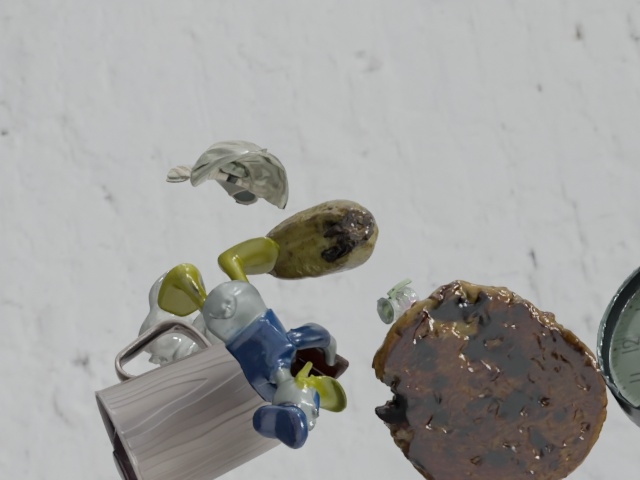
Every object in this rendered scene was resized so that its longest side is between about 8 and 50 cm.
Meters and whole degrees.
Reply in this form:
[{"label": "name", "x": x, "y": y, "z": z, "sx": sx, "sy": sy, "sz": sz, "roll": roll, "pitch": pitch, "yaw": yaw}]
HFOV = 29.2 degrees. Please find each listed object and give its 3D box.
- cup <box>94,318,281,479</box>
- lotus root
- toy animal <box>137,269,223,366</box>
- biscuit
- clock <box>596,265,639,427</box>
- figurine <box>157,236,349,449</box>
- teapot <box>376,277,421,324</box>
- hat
[{"label": "cup", "x": -0.235, "y": 0.291, "z": 2.081, "sx": 0.288, "sy": 0.273, "sz": 0.208, "roll": 43, "pitch": -29, "yaw": 54}, {"label": "lotus root", "x": 0.000, "y": 0.000, "z": 1.888, "sx": 0.258, "sy": 0.097, "sz": 0.110, "roll": -15, "pitch": -94, "yaw": 47}, {"label": "toy animal", "x": -0.242, "y": 0.165, "z": 2.330, "sx": 0.127, "sy": 0.193, "sz": 0.179, "roll": 69, "pitch": 36, "yaw": -59}, {"label": "biscuit", "x": 0.228, "y": 0.210, "z": 1.696, "sx": 0.334, "sy": 0.289, "sz": 0.081, "roll": 43, "pitch": 9, "yaw": -9}, {"label": "clock", "x": 0.487, "y": 0.106, "z": 1.512, "sx": 0.061, "sy": 0.312, "sz": 0.313, "roll": 47, "pitch": 18, "yaw": -30}, {"label": "figurine", "x": -0.073, "y": 0.190, "z": 1.802, "sx": 0.283, "sy": 0.204, "sz": 0.338, "roll": 43, "pitch": 15, "yaw": -38}, {"label": "teapot", "x": 0.136, "y": 0.108, "z": 2.140, "sx": 0.064, "sy": 0.064, "sz": 0.083, "roll": 35, "pitch": -50, "yaw": 45}, {"label": "hat", "x": -0.185, "y": -0.151, "z": 2.495, "sx": 0.226, "sy": 0.219, "sz": 0.164, "roll": 42, "pitch": -69, "yaw": 51}]
